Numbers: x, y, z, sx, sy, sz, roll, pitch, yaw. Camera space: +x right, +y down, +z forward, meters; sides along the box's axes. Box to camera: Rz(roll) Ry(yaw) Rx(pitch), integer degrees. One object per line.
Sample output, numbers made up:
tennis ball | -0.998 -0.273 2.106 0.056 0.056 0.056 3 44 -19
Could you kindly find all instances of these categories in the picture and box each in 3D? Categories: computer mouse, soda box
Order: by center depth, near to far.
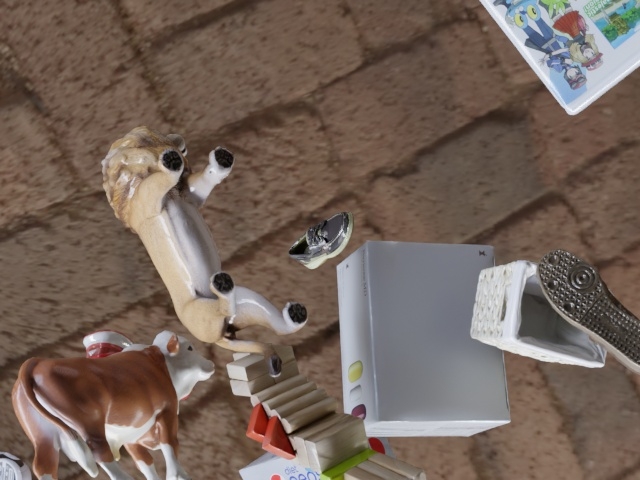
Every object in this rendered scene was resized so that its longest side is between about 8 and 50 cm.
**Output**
computer mouse | -0.458 0.340 1.692 0.042 0.193 0.106 6 90 -40
soda box | -0.005 0.375 1.934 0.091 0.286 0.098 -26 89 -43

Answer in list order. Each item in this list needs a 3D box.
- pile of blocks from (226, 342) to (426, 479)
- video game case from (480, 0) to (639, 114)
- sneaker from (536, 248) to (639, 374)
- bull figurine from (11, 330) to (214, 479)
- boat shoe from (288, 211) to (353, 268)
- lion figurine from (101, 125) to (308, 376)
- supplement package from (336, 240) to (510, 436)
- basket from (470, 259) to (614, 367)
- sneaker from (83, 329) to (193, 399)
pile of blocks | -0.018 0.274 1.504 0.112 0.362 0.149 -20 137 -37
video game case | 0.276 -0.335 1.104 0.329 0.036 0.300 -38 83 19
sneaker | 0.319 0.091 1.348 0.066 0.071 0.188 -40 62 -3
bull figurine | -0.218 0.195 1.308 0.310 0.101 0.188 4 60 -60
boat shoe | 0.000 0.000 1.799 0.049 0.152 0.056 13 56 -24
lion figurine | -0.169 0.016 1.535 0.142 0.240 0.392 -12 78 -34
supplement package | 0.144 0.146 1.716 0.204 0.145 0.262 3 72 -18
basket | 0.297 0.102 1.592 0.167 0.103 0.113 18 76 -27
sneaker | -0.280 0.233 1.794 0.221 0.087 0.128 33 43 -41
